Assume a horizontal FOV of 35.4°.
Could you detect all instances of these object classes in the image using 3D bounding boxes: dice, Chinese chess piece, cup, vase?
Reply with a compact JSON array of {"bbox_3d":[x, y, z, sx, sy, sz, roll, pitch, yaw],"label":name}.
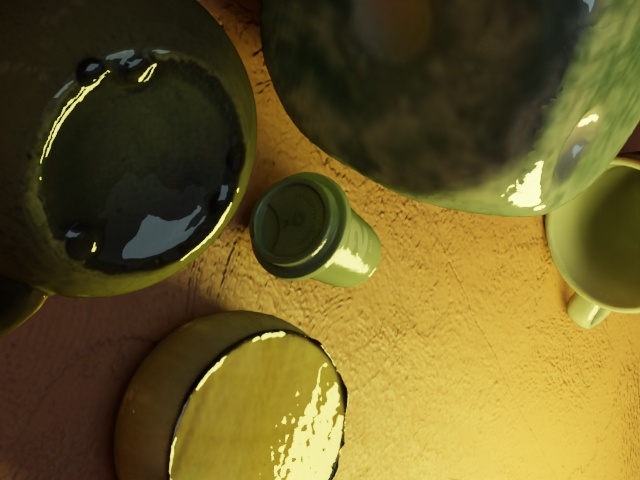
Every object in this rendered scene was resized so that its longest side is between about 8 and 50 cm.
[{"bbox_3d":[0.167,-0.243,0.994,0.348,0.328,0.330,-27,141,-49],"label":"dice"},{"bbox_3d":[-0.087,0.199,1.033,0.257,0.104,0.257,-8,101,-44],"label":"Chinese chess piece"},{"bbox_3d":[0.486,0.002,1.523,0.257,0.227,0.301,-15,136,-47],"label":"cup"},{"bbox_3d":[-0.224,-0.066,0.764,0.241,0.302,0.329,29,94,-44],"label":"vase"},{"bbox_3d":[0.000,0.000,1.092,0.141,0.120,0.120,35,71,-55],"label":"cup"}]
